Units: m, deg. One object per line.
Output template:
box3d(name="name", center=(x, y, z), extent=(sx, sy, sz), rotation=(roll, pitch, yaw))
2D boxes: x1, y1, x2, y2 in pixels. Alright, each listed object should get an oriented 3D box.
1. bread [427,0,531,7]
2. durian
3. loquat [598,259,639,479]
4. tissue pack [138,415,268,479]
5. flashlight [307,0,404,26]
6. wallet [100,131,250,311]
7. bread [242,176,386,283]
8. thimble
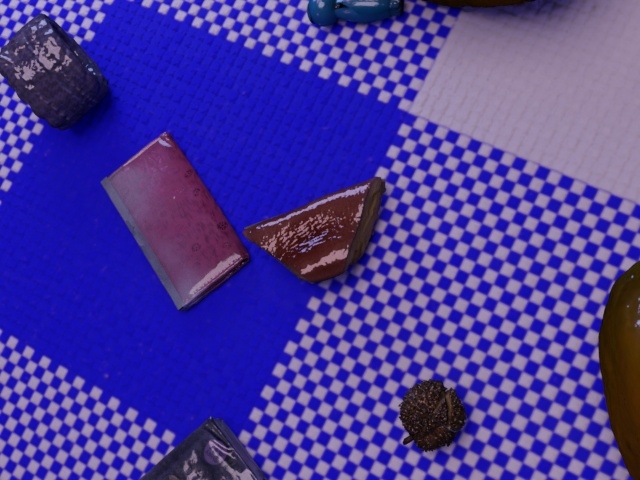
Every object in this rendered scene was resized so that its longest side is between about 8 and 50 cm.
box3d(name="bread", center=(0.226, -0.397, 1.336), extent=(0.279, 0.250, 0.225), rotation=(15, 87, 18))
box3d(name="durian", center=(0.124, 0.203, 1.282), extent=(0.091, 0.080, 0.080), rotation=(-43, 65, 14))
box3d(name="loquat", center=(0.408, 0.139, 1.105), extent=(0.276, 0.276, 0.284), rotation=(-39, 49, 6))
box3d(name="tissue pack", center=(-0.152, 0.308, 1.364), extent=(0.156, 0.051, 0.112), rotation=(-43, 66, 3))
box3d(name="flashlight", center=(0.046, -0.306, 1.477), extent=(0.129, 0.051, 0.051), rotation=(4, 76, 15))
box3d(name="wallet", center=(-0.195, -0.029, 1.493), extent=(0.119, 0.025, 0.232), rotation=(-38, 66, 7))
box3d(name="bread", center=(0.000, 0.000, 1.390), extent=(0.192, 0.067, 0.119), rotation=(-19, 62, 13))
box3d(name="thimble", center=(-0.372, -0.234, 1.551), extent=(0.098, 0.150, 0.150), rotation=(-40, 66, 5))
